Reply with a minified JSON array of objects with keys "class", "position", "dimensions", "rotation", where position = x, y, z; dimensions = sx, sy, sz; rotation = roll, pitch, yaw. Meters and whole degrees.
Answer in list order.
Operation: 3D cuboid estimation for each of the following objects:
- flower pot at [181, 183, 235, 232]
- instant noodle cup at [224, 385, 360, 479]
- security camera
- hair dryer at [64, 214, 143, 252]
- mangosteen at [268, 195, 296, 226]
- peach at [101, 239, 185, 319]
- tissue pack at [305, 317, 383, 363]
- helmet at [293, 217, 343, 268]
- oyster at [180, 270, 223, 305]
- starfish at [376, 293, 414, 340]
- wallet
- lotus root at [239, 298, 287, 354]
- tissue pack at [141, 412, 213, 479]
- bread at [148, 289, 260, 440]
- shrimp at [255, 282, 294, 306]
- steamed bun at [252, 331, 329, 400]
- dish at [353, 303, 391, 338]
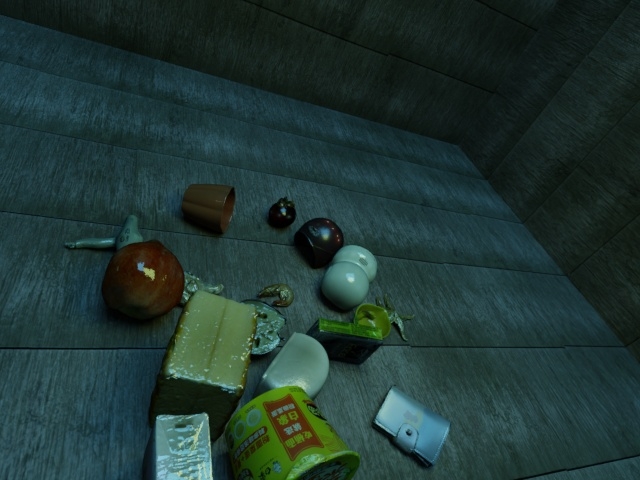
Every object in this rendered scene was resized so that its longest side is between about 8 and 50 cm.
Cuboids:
[{"class":"flower pot","position":[-0.442,-0.141,1.632],"dimensions":[0.173,0.191,0.191],"rotation":[14,38,-2]},{"class":"instant noodle cup","position":[-0.085,0.516,1.007],"dimensions":[0.311,0.311,0.221],"rotation":[-4,38,-36]},{"class":"security camera","position":[0.109,0.156,1.623],"dimensions":[0.194,0.195,0.236],"rotation":[29,43,0]},{"class":"hair dryer","position":[-0.705,-0.020,1.419],"dimensions":[0.224,0.088,0.219],"rotation":[9,32,-1]},{"class":"mangosteen","position":[-0.164,-0.129,1.820],"dimensions":[0.140,0.140,0.140],"rotation":[18,38,-14]},{"class":"peach","position":[-0.523,0.104,1.248],"dimensions":[0.232,0.232,0.257],"rotation":[21,55,-10]},{"class":"tissue pack","position":[0.068,0.340,1.393],"dimensions":[0.235,0.173,0.073],"rotation":[15,45,-19]},{"class":"helmet","position":[0.000,0.000,1.754],"dimensions":[0.189,0.193,0.216],"rotation":[50,13,28]},{"class":"oyster","position":[-0.420,0.151,1.381],"dimensions":[0.191,0.081,0.163],"rotation":[-3,43,-40]},{"class":"starfish","position":[0.303,0.309,1.693],"dimensions":[0.216,0.050,0.223],"rotation":[5,48,-39]},{"class":"wallet","position":[0.289,0.592,1.327],"dimensions":[0.231,0.069,0.170],"rotation":[32,55,10]},{"class":"lotus root","position":[-0.210,0.293,1.351],"dimensions":[0.203,0.078,0.183],"rotation":[37,51,22]},{"class":"tissue pack","position":[-0.316,0.514,0.899],"dimensions":[0.124,0.225,0.185],"rotation":[7,41,-25]},{"class":"bread","position":[-0.304,0.324,1.086],"dimensions":[0.207,0.279,0.279],"rotation":[17,41,-14]},{"class":"shrimp","position":[-0.164,0.206,1.520],"dimensions":[0.162,0.045,0.095],"rotation":[-7,70,-44]},{"class":"steamed bun","position":[-0.074,0.410,1.238],"dimensions":[0.164,0.146,0.242],"rotation":[31,35,8]},{"class":"dish","position":[0.178,0.323,1.560],"dimensions":[0.149,0.080,0.207],"rotation":[48,39,18]}]
